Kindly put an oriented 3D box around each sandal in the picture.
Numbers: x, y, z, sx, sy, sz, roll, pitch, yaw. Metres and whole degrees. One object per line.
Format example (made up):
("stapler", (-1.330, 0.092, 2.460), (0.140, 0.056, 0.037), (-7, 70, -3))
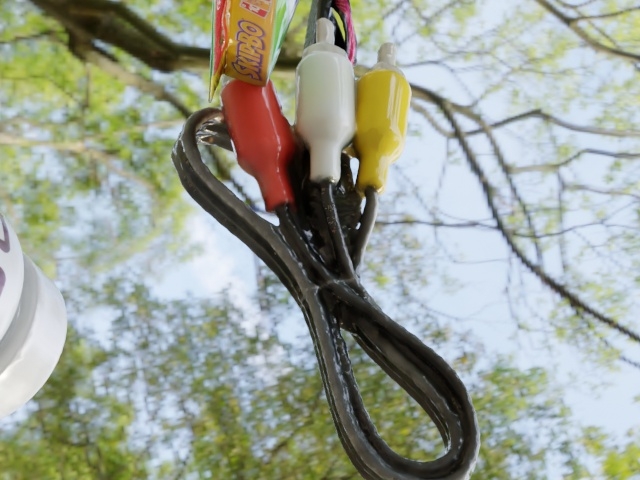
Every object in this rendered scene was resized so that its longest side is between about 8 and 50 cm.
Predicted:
("sandal", (0.011, -0.167, 1.005), (0.067, 0.040, 0.179), (120, -21, -65))

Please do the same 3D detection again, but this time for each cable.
("cable", (0.000, 0.000, 0.666), (0.072, 0.139, 0.287), (103, -20, -50))

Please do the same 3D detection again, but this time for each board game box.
("board game box", (-0.006, -0.203, 0.680), (0.039, 0.124, 0.259), (21, -112, 2))

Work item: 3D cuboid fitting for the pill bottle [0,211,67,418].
("pill bottle", (-0.223, 0.006, 0.618), (0.121, 0.221, 0.121), (-11, -123, 17))
